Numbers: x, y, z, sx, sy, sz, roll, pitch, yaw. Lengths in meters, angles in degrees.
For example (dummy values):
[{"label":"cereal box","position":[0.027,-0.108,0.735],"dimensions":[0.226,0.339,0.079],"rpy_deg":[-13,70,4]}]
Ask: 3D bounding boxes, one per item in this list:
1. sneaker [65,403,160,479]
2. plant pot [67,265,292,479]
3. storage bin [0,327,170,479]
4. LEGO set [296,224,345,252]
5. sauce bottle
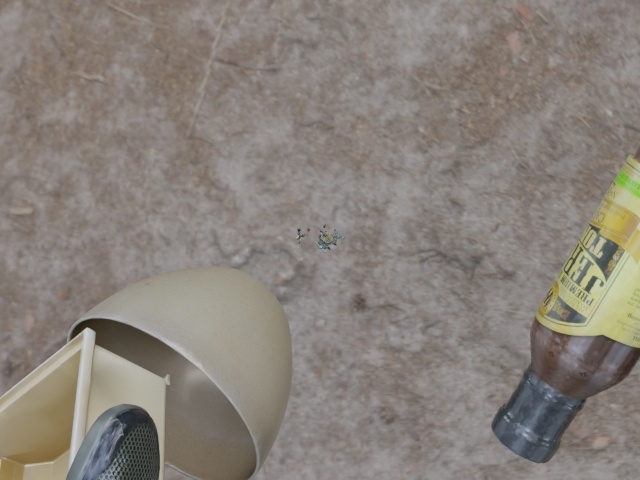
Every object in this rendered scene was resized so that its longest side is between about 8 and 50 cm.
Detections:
[{"label":"sneaker","position":[-0.130,0.238,0.655],"dimensions":[0.130,0.087,0.227],"rpy_deg":[2,78,34]},{"label":"plant pot","position":[-0.146,0.142,1.139],"dimensions":[0.284,0.191,0.284],"rpy_deg":[22,138,21]},{"label":"storage bin","position":[-0.284,0.279,0.942],"dimensions":[0.260,0.123,0.262],"rpy_deg":[-36,40,26]},{"label":"LEGO set","position":[-0.001,-0.002,1.537],"dimensions":[0.083,0.023,0.054],"rpy_deg":[18,57,3]},{"label":"sauce bottle","position":[0.276,0.062,0.869],"dimensions":[0.111,0.111,0.344],"rpy_deg":[36,110,31]}]
